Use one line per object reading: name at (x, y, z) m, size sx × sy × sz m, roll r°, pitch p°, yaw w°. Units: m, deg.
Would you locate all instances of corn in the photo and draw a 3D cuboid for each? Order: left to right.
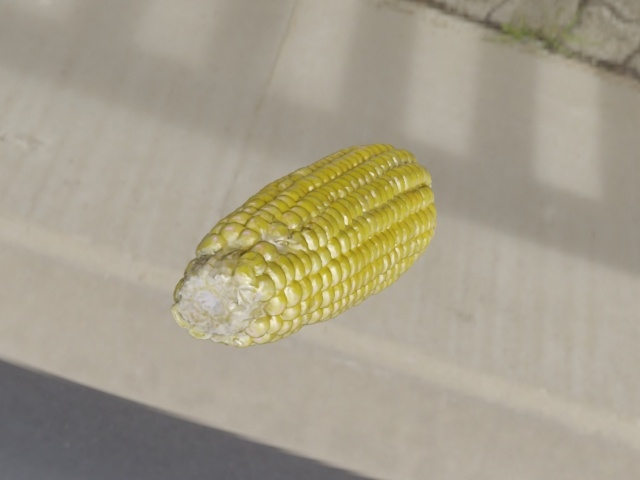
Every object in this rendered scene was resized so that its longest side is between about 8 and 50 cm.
corn at (0.000, 0.000, 1.156) m, size 0.130 × 0.347 × 0.130 m, roll 9°, pitch 109°, yaw 26°
